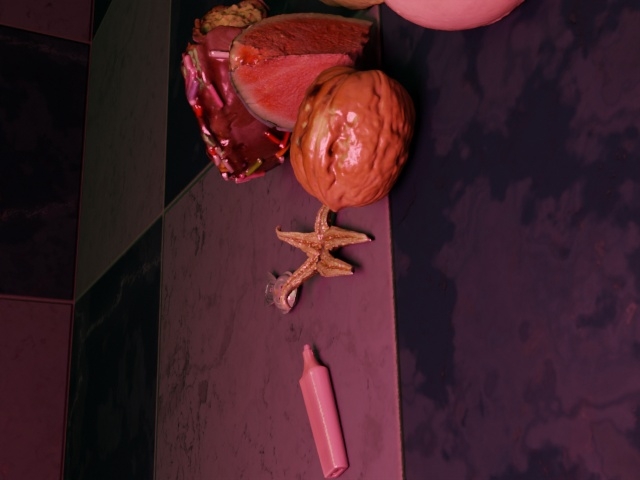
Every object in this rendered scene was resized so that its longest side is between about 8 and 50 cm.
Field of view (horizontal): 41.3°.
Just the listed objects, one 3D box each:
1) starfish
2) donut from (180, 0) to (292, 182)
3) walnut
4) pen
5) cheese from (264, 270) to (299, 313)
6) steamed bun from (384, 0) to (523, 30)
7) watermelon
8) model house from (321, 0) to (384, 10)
[{"bbox_3d":[0.002,0.000,1.215,0.223,0.050,0.217,18,93,52],"label":"starfish"},{"bbox_3d":[-0.116,-0.226,1.321,0.345,0.136,0.259,-87,-18,-67],"label":"donut"},{"bbox_3d":[0.039,-0.125,1.072,0.155,0.155,0.184,29,104,62],"label":"walnut"},{"bbox_3d":[0.000,0.229,1.177,0.053,0.032,0.197,-55,40,44],"label":"pen"},{"bbox_3d":[-0.062,0.082,1.344,0.120,0.026,0.067,1,84,64],"label":"cheese"},{"bbox_3d":[0.134,-0.373,0.906,0.283,0.177,0.283,-25,62,59],"label":"steamed bun"},{"bbox_3d":[-0.031,-0.219,1.162,0.128,0.231,0.146,-119,29,-45],"label":"watermelon"},{"bbox_3d":[-0.004,-0.440,1.194,0.214,0.189,0.195,-147,66,-62],"label":"model house"}]
